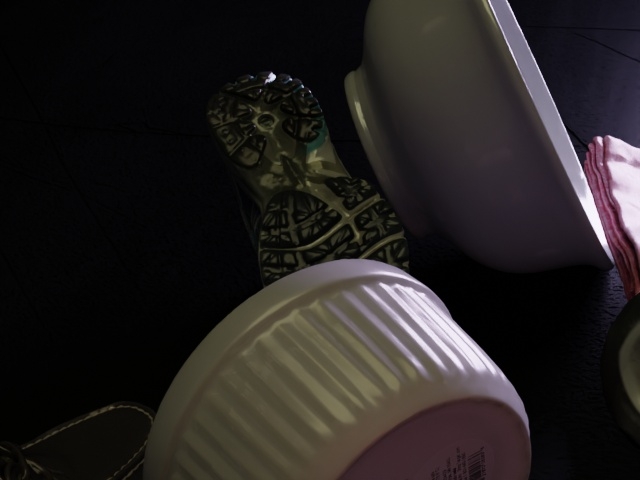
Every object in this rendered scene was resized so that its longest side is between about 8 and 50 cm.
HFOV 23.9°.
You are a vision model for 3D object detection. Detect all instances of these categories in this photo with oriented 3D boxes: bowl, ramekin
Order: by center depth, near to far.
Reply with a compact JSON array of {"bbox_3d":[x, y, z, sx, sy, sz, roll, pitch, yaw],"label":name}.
[{"bbox_3d":[0.018,0.124,0.822,0.207,0.207,0.109,-23,40,-27],"label":"ramekin"},{"bbox_3d":[0.107,-0.091,1.163,0.134,0.298,0.298,-24,25,13],"label":"bowl"}]

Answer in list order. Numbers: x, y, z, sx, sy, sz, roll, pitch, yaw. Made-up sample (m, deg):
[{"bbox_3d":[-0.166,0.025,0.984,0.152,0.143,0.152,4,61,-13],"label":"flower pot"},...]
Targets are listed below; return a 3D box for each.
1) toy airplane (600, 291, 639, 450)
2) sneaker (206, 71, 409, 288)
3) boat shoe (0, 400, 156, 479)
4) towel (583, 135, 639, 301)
[{"bbox_3d":[0.096,0.211,0.583,0.386,0.384,0.272,-16,67,-1],"label":"toy airplane"},{"bbox_3d":[0.000,0.000,1.160,0.110,0.122,0.283,-18,52,-4],"label":"sneaker"},{"bbox_3d":[-0.196,0.166,0.899,0.103,0.092,0.285,18,37,39],"label":"boat shoe"},{"bbox_3d":[0.370,-0.006,1.104,0.329,0.037,0.237,3,29,-2],"label":"towel"}]
